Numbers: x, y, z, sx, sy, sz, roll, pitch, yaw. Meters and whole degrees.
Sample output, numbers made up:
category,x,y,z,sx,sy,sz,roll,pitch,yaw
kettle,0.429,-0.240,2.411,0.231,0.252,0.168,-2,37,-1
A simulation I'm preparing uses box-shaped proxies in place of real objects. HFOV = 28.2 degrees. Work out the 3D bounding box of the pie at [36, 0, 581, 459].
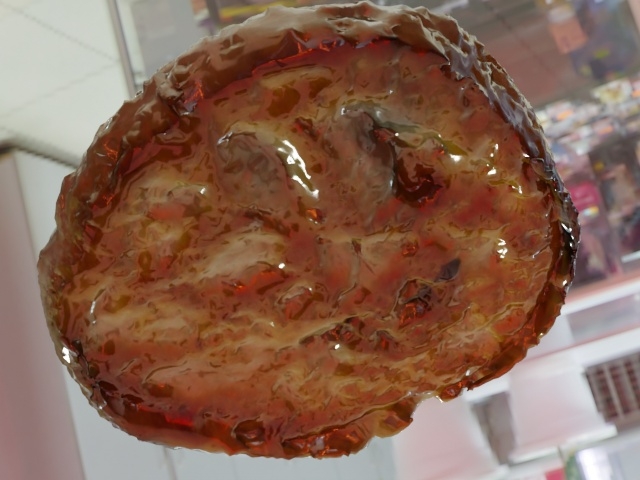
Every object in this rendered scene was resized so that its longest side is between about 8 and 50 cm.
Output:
category,x,y,z,sx,sy,sz,roll,pitch,yaw
pie,0.000,0.000,0.715,0.315,0.092,0.315,-10,131,-12
